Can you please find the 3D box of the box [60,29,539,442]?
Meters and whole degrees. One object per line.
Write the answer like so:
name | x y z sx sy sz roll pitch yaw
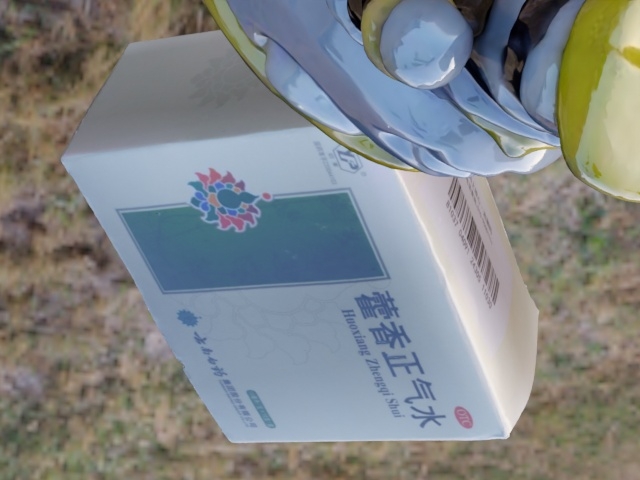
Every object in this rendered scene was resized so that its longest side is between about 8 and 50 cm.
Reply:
box | 0.000 0.000 0.747 0.168 0.095 0.212 -6 131 25

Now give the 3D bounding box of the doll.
doll | 0.045 -0.068 0.455 0.145 0.316 0.103 -12 109 -16
